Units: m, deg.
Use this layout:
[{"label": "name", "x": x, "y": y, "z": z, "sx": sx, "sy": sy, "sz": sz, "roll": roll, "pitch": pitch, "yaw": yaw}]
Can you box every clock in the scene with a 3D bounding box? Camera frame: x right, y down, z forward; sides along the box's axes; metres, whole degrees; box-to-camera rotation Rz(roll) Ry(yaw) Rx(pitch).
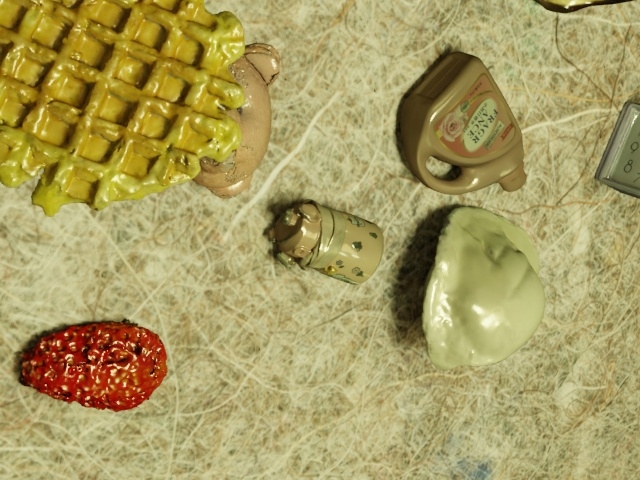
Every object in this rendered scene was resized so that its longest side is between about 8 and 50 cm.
[{"label": "clock", "x": 0.540, "y": -0.129, "z": 1.933, "sx": 0.073, "sy": 0.193, "sz": 0.145, "roll": 18, "pitch": 95, "yaw": -38}]

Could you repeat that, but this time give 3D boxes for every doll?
[{"label": "doll", "x": -0.183, "y": -0.134, "z": 1.425, "sx": 0.303, "sy": 0.156, "sz": 0.201, "roll": -2, "pitch": 115, "yaw": -32}]

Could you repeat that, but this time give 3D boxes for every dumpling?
[{"label": "dumpling", "x": 0.226, "y": 0.059, "z": 1.816, "sx": 0.175, "sy": 0.243, "sz": 0.227, "roll": -21, "pitch": 105, "yaw": 15}]

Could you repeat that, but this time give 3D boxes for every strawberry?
[{"label": "strawberry", "x": -0.269, "y": 0.164, "z": 1.513, "sx": 0.188, "sy": 0.082, "sz": 0.121, "roll": -1, "pitch": 110, "yaw": -39}]

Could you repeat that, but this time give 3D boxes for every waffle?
[{"label": "waffle", "x": -0.238, "y": -0.187, "z": 1.332, "sx": 0.324, "sy": 0.068, "sz": 0.302, "roll": -23, "pitch": 87, "yaw": -18}]

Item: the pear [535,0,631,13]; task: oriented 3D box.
[{"label": "pear", "x": 0.369, "y": -0.460, "z": 1.706, "sx": 0.267, "sy": 0.267, "sz": 0.178, "roll": 40, "pitch": 57, "yaw": -39}]

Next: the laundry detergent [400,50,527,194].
[{"label": "laundry detergent", "x": 0.205, "y": -0.133, "z": 1.761, "sx": 0.171, "sy": 0.076, "sz": 0.237, "roll": -46, "pitch": 130, "yaw": -13}]

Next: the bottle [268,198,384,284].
[{"label": "bottle", "x": 0.000, "y": -0.001, "z": 1.649, "sx": 0.152, "sy": 0.099, "sz": 0.099, "roll": 18, "pitch": 95, "yaw": -33}]
